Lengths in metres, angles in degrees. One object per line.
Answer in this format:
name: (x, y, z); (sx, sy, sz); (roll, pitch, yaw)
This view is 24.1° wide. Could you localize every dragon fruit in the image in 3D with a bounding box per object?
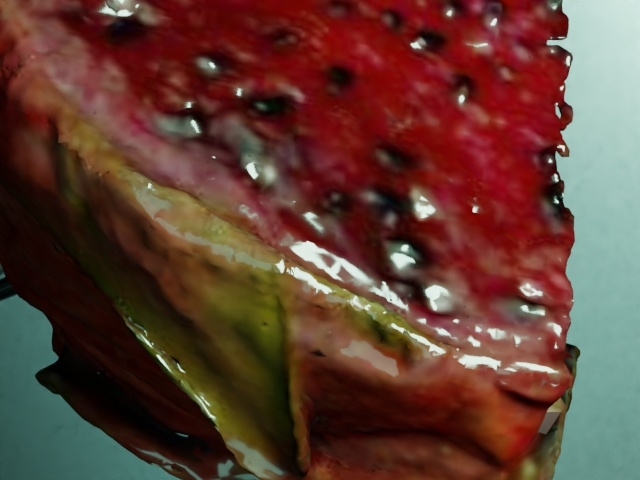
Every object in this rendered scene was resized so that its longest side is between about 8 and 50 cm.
dragon fruit: (0.000, 0.000, 0.583); (0.240, 0.330, 0.302); (-24, 62, -11)

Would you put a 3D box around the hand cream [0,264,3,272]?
hand cream: (-0.224, 0.018, 0.725); (0.312, 0.070, 0.111); (-29, 96, 15)
